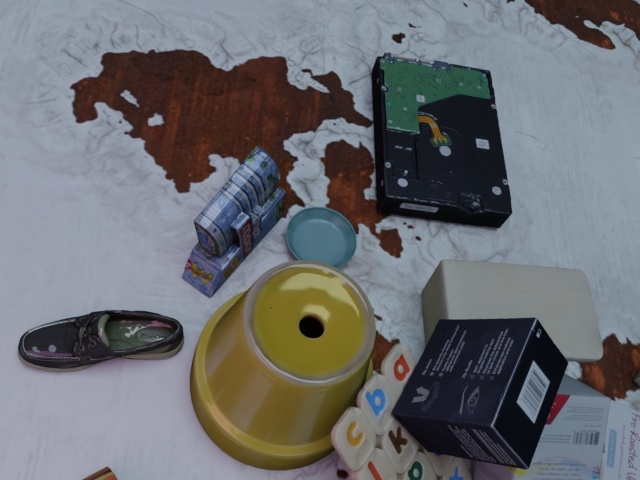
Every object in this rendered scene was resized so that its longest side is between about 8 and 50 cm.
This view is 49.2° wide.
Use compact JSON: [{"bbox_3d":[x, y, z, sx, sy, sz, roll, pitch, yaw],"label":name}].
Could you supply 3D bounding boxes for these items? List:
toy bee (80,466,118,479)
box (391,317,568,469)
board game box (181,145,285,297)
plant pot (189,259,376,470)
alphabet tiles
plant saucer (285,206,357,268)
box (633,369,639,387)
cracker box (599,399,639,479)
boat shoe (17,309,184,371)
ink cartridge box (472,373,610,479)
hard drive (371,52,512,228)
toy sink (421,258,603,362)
[{"bbox_3d":[-0.193,0.383,0.795,0.298,0.162,0.195,37,56,8],"label":"toy bee"},{"bbox_3d":[0.199,0.184,0.875,0.093,0.158,0.156,49,57,-25],"label":"box"},{"bbox_3d":[-0.131,-0.016,1.051,0.060,0.194,0.194,34,72,7],"label":"board game box"},{"bbox_3d":[-0.037,0.152,0.925,0.253,0.239,0.254,7,60,-11],"label":"plant pot"},{"bbox_3d":[0.112,0.289,0.916,0.284,0.021,0.278,-46,120,-35],"label":"alphabet tiles"},{"bbox_3d":[0.000,0.000,1.151,0.119,0.021,0.119,6,60,-11],"label":"plant saucer"},{"bbox_3d":[0.676,0.152,1.173,0.121,0.148,0.311,42,57,11],"label":"box"},{"bbox_3d":[0.478,0.345,1.052,0.232,0.067,0.156,23,58,-2],"label":"cracker box"},{"bbox_3d":[-0.299,0.129,0.964,0.223,0.073,0.080,-1,61,-16],"label":"boat shoe"},{"bbox_3d":[0.299,0.279,0.965,0.128,0.127,0.176,6,94,-11],"label":"ink cartridge box"},{"bbox_3d":[0.216,-0.190,1.295,0.236,0.064,0.339,6,60,-12],"label":"hard drive"},{"bbox_3d":[0.288,0.131,1.088,0.234,0.131,0.153,4,60,-7],"label":"toy sink"}]
